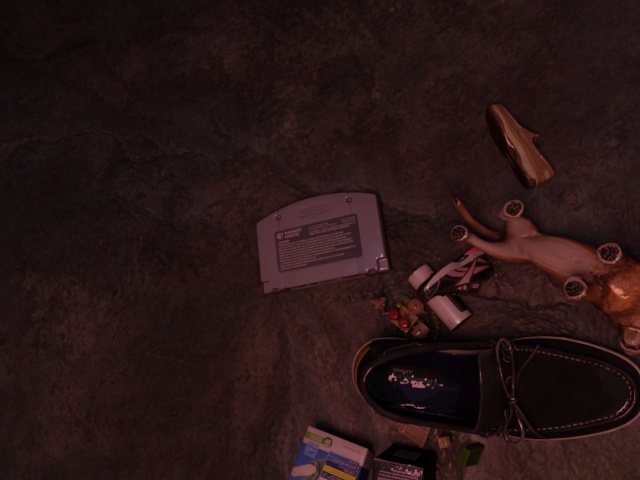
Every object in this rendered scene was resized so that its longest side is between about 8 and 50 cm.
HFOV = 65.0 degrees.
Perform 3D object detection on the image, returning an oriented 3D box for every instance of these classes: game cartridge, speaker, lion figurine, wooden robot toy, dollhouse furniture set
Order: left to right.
[{"bbox_3d":[0.000,0.000,1.129,0.297,0.062,0.198,-12,70,20],"label":"game cartridge"},{"bbox_3d":[0.187,0.149,1.012,0.173,0.076,0.079,38,83,24],"label":"wooden robot toy"},{"bbox_3d":[0.237,0.113,1.005,0.055,0.055,0.136,-42,66,9],"label":"speaker"},{"bbox_3d":[0.233,0.371,0.969,0.152,0.058,0.076,23,95,44],"label":"dollhouse furniture set"},{"bbox_3d":[0.421,0.034,0.886,0.392,0.240,0.142,43,107,39],"label":"lion figurine"}]

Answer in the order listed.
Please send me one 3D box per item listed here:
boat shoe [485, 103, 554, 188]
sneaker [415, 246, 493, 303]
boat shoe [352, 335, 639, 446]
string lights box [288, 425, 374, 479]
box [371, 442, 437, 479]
[{"bbox_3d":[0.401,-0.197,1.006,0.072,0.068,0.190,-25,80,3],"label":"boat shoe"},{"bbox_3d":[0.266,0.077,0.961,0.178,0.072,0.077,-30,77,-21],"label":"sneaker"},{"bbox_3d":[0.298,0.256,0.869,0.500,0.156,0.187,3,87,11],"label":"boat shoe"},{"bbox_3d":[-0.004,0.512,0.965,0.133,0.077,0.259,12,64,24],"label":"string lights box"},{"bbox_3d":[0.151,0.468,0.908,0.093,0.156,0.158,3,80,22],"label":"box"}]
